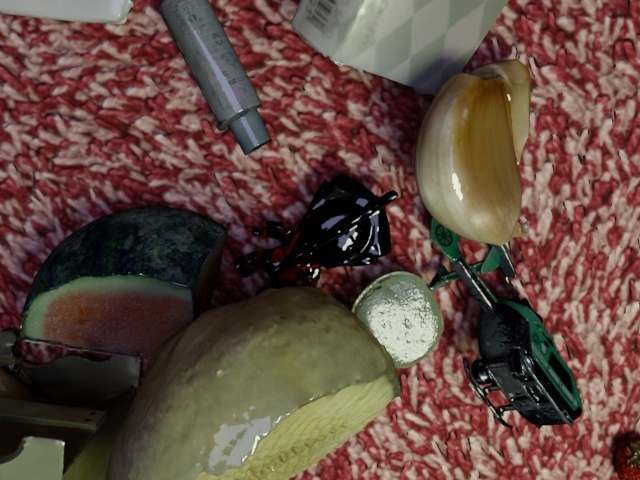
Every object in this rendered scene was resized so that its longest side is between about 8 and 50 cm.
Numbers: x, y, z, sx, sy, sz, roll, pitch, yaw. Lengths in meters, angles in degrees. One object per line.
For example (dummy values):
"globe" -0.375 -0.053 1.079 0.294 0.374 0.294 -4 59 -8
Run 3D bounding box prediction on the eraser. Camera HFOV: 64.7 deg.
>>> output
"eraser" 0.145 -0.361 0.530 0.213 0.082 0.397 9 131 -27

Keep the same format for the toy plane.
"toy plane" 0.259 0.125 0.701 0.381 0.155 0.106 52 138 -6

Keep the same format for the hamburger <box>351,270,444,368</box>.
"hamburger" 0.109 0.113 0.729 0.133 0.062 0.140 -32 97 0

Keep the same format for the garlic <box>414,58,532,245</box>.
"garlic" 0.194 -0.103 0.648 0.110 0.217 0.228 1 110 44

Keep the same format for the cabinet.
"cabinet" -0.383 0.315 0.638 0.227 0.290 0.318 6 99 -2

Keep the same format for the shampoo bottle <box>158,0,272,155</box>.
"shampoo bottle" -0.133 -0.217 0.663 0.072 0.072 0.214 -27 99 3

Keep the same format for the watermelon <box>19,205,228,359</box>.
"watermelon" -0.264 0.085 0.682 0.318 0.148 0.226 -26 107 5

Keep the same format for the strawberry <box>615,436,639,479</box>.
"strawberry" 0.491 0.348 0.778 0.073 0.073 0.083 -6 124 0

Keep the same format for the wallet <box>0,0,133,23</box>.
"wallet" -0.337 -0.334 0.655 0.190 0.033 0.095 7 101 -2

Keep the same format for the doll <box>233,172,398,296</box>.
"doll" -0.001 -0.002 0.700 0.249 0.088 0.127 -36 119 14

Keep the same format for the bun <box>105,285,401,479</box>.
"bun" -0.086 0.187 0.621 0.364 0.364 0.202 -38 63 5
